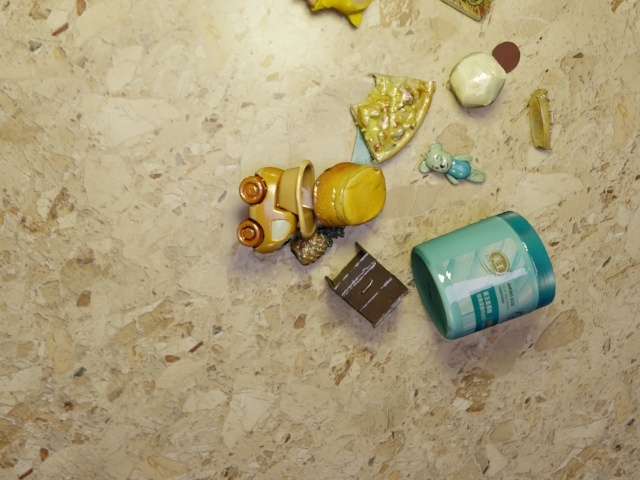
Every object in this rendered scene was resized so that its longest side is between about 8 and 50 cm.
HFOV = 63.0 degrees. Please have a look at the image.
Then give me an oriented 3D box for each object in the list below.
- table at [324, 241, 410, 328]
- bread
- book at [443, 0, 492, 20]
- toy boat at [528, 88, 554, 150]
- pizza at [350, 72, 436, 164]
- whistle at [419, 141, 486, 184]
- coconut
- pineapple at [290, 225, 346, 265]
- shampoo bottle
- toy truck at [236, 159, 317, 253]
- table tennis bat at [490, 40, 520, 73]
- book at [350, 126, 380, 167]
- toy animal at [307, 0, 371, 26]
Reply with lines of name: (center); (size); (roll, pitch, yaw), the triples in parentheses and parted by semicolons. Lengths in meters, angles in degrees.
table: (0.148, 0.142, 1.708); (0.193, 0.172, 0.169); (42, 93, -15)
bread: (0.089, -0.141, 1.613); (0.269, 0.142, 0.196); (-27, 117, -46)
book: (0.465, -0.941, 1.593); (0.299, 0.039, 0.428); (23, 98, -11)
toy boat: (0.744, -0.401, 1.746); (0.072, 0.064, 0.206); (-19, 107, -23)
pizza: (0.222, -0.410, 1.640); (0.223, 0.089, 0.324); (36, 89, -14)
whistle: (0.443, -0.242, 1.725); (0.235, 0.077, 0.114); (18, 118, -15)
coconut: (0.491, -0.491, 1.623); (0.161, 0.161, 0.162); (-30, 72, -2)
pineapple: (0.000, 0.000, 1.694); (0.197, 0.108, 0.108); (-32, 105, -7)
shampoo bottle: (0.504, 0.113, 1.680); (0.342, 0.331, 0.331); (-19, 104, -3)
toy truck: (-0.127, -0.101, 1.576); (0.211, 0.204, 0.288); (4, 99, 13)
table tennis bat: (0.582, -0.582, 1.703); (0.158, 0.014, 0.095); (-35, 107, -3)
book: (0.158, -0.296, 1.695); (0.103, 0.017, 0.135); (10, 100, -10)
toy animal: (0.037, -0.732, 1.527); (0.229, 0.156, 0.156); (8, 101, -21)
